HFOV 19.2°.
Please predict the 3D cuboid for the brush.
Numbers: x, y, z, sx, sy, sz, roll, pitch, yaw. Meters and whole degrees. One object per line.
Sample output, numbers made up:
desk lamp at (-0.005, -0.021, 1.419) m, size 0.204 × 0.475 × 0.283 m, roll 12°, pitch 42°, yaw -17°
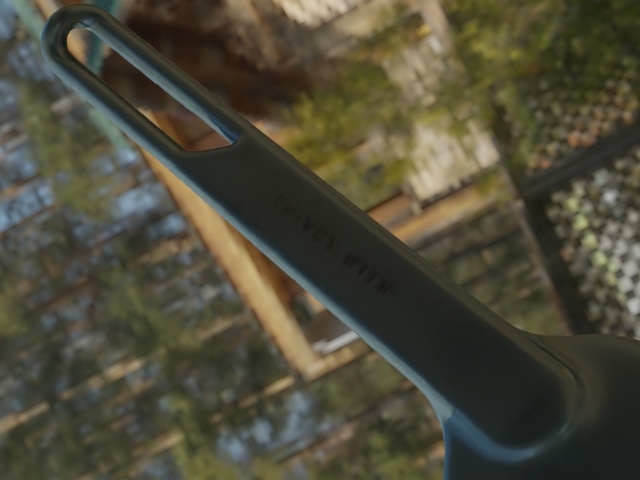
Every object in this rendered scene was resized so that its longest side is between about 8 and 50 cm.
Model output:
brush at (0.000, 0.000, 0.492) m, size 0.266 × 0.062 × 0.027 m, roll 40°, pitch 168°, yaw 42°
